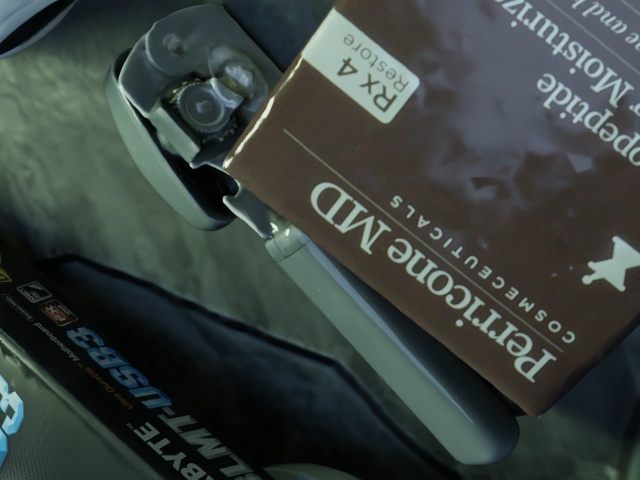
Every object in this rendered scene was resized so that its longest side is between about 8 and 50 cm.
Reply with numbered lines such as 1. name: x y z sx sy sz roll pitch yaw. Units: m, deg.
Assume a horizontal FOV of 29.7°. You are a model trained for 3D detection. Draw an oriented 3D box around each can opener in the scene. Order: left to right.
1. can opener: 0.000 0.000 0.634 0.283 0.076 0.095 48 151 -7

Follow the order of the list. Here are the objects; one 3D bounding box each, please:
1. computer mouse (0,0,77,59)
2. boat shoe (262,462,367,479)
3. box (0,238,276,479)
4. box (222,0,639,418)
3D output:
1. computer mouse: -0.105 -0.153 0.545 0.193 0.042 0.106 -44 97 -13
2. boat shoe: 0.108 0.210 0.640 0.367 0.156 0.136 15 99 44
3. box: -0.183 0.180 0.723 0.293 0.073 0.296 39 119 17
4. box: 0.102 -0.077 0.496 0.168 0.167 0.203 38 119 0
